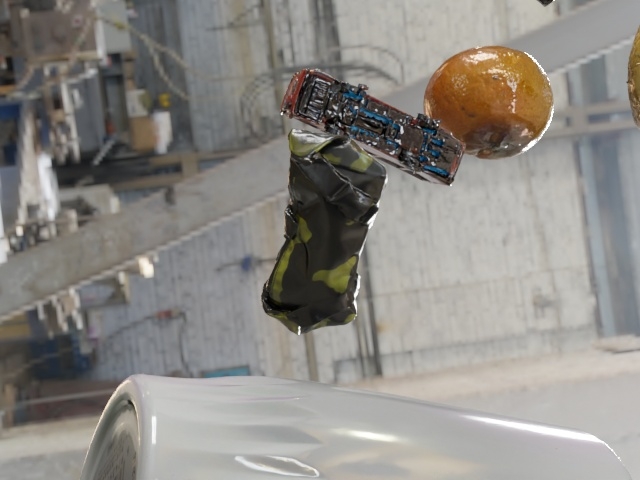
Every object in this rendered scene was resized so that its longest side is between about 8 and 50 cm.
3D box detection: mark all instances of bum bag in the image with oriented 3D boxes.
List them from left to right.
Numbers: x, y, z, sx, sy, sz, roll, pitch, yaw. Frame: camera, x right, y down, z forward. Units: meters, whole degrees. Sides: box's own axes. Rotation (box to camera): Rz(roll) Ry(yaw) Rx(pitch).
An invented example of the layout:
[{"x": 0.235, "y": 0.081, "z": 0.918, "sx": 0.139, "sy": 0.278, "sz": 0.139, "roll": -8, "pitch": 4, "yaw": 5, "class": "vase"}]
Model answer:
[{"x": 0.000, "y": 0.000, "z": 1.151, "sx": 0.060, "sy": 0.106, "sz": 0.233, "roll": -57, "pitch": 160, "yaw": -57, "class": "bum bag"}]

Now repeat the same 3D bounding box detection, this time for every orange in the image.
[{"x": 0.287, "y": -0.229, "z": 1.965, "sx": 0.224, "sy": 0.224, "sz": 0.170, "roll": 92, "pitch": -6, "yaw": -60, "class": "orange"}]

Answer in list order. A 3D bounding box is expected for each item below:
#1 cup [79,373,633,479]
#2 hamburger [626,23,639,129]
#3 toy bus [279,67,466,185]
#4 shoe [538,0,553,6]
[{"x": 0.023, "y": 0.229, "z": 0.800, "sx": 0.253, "sy": 0.371, "sz": 0.253, "roll": -166, "pitch": -90, "yaw": -70, "class": "cup"}, {"x": 0.210, "y": -0.101, "z": 0.688, "sx": 0.083, "sy": 0.044, "sz": 0.076, "roll": 66, "pitch": 41, "yaw": -53, "class": "hamburger"}, {"x": 0.061, "y": -0.134, "z": 1.374, "sx": 0.096, "sy": 0.235, "sz": 0.074, "roll": 7, "pitch": -105, "yaw": 68, "class": "toy bus"}, {"x": 0.247, "y": -0.297, "z": 1.042, "sx": 0.049, "sy": 0.179, "sz": 0.071, "roll": 40, "pitch": 10, "yaw": -5, "class": "shoe"}]
